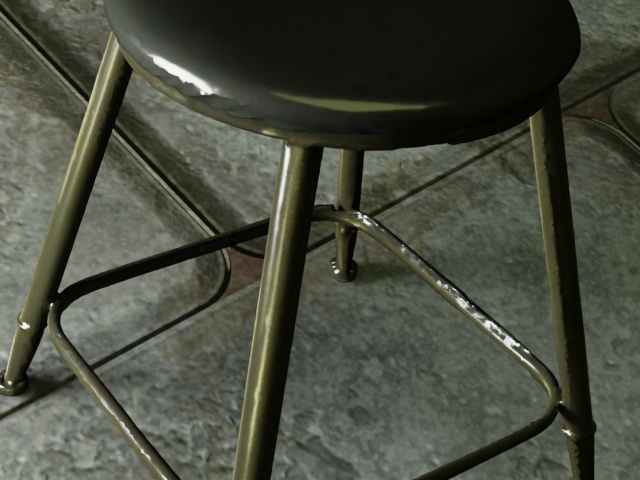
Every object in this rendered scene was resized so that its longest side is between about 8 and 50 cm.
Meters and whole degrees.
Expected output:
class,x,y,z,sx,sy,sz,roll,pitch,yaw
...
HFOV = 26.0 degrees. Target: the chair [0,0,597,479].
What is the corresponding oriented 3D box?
class,x,y,z,sx,sy,sz,roll,pitch,yaw
chair,0.000,0.000,0.994,0.364,0.410,0.362,-17,42,-31
